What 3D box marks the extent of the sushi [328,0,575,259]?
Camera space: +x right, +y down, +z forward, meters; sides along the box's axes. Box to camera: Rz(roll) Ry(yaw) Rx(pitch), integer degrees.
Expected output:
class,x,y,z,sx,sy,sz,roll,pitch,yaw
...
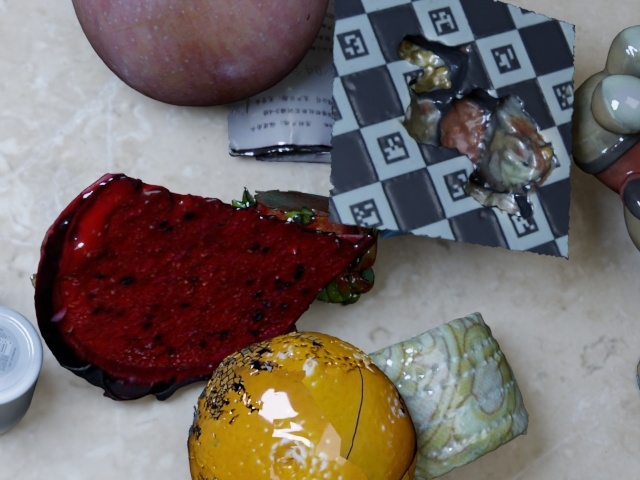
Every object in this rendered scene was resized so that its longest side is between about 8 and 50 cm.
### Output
class,x,y,z,sx,sy,sz,roll,pitch,yaw
sushi,0.130,-0.130,1.338,0.292,0.059,0.294,11,73,-20

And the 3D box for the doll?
class,x,y,z,sx,sy,sz,roll,pitch,yaw
doll,0.398,-0.082,1.468,0.330,0.174,0.235,46,48,-19

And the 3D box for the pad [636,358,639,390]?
class,x,y,z,sx,sy,sz,roll,pitch,yaw
pad,0.506,0.289,1.479,0.314,0.063,0.376,-13,79,-21

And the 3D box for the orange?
class,x,y,z,sx,sy,sz,roll,pitch,yaw
orange,-0.019,0.207,1.235,0.234,0.182,0.235,-1,81,8

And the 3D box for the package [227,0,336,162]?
class,x,y,z,sx,sy,sz,roll,pitch,yaw
package,0.011,-0.185,1.441,0.250,0.062,0.204,2,76,-23

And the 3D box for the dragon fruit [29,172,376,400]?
class,x,y,z,sx,sy,sz,roll,pitch,yaw
dragon fruit,-0.151,0.039,1.218,0.343,0.282,0.100,15,31,-44

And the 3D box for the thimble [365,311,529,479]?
class,x,y,z,sx,sy,sz,roll,pitch,yaw
thimble,0.138,0.165,1.346,0.190,0.137,0.144,-17,82,-33

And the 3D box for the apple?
class,x,y,z,sx,sy,sz,roll,pitch,yaw
apple,-0.127,-0.295,1.297,0.305,0.235,0.306,-6,71,18

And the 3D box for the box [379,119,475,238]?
class,x,y,z,sx,sy,sz,roll,pitch,yaw
box,0.157,-0.095,1.430,0.232,0.083,0.143,-9,77,-33

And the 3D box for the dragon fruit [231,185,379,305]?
class,x,y,z,sx,sy,sz,roll,pitch,yaw
dragon fruit,0.000,0.000,1.352,0.138,0.142,0.175,-52,124,-65

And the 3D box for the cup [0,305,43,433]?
class,x,y,z,sx,sy,sz,roll,pitch,yaw
cup,-0.329,0.111,1.201,0.099,0.133,0.136,-28,80,-25
